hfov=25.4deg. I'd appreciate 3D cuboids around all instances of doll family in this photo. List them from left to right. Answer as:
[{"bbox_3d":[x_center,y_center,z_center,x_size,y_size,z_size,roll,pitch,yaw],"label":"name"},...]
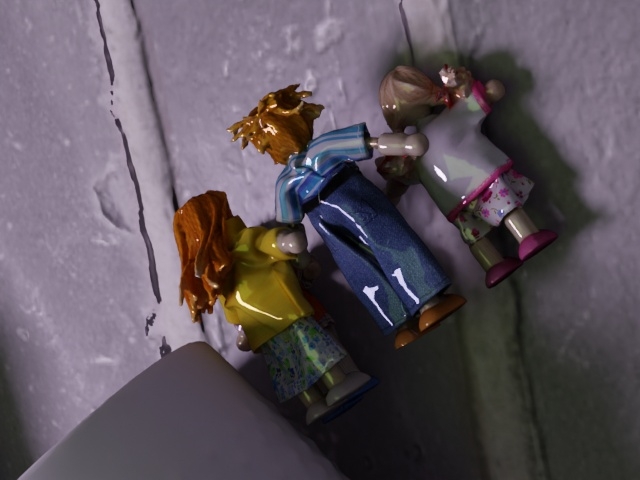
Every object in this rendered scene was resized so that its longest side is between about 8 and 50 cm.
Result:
[{"bbox_3d":[0.000,0.000,0.829,0.263,0.118,0.163,-43,77,35],"label":"doll family"}]

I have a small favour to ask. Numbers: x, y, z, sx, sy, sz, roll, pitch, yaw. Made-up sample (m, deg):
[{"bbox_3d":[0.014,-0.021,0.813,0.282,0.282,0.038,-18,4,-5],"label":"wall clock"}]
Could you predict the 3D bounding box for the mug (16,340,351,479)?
[{"bbox_3d":[-0.040,0.251,0.797,0.328,0.276,0.374,44,156,7],"label":"mug"}]
